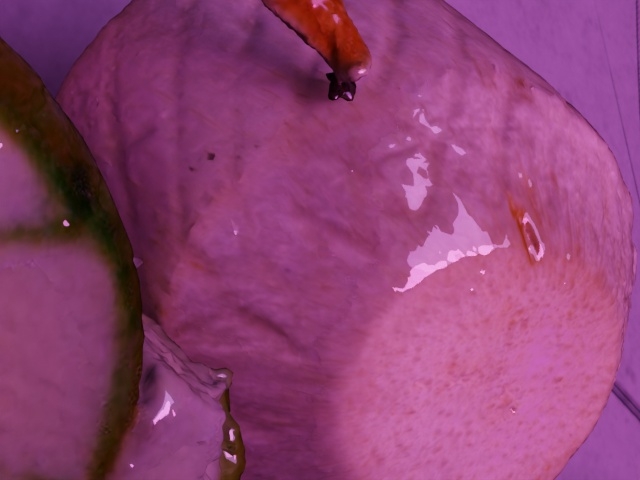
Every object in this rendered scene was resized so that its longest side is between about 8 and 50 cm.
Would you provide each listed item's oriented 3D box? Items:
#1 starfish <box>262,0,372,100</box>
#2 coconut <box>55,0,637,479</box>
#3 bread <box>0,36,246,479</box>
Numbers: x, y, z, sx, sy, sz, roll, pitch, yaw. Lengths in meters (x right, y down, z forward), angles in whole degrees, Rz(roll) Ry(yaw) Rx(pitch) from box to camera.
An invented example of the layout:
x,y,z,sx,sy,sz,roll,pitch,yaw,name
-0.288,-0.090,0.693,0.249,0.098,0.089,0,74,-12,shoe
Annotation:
x,y,z,sx,sy,sz,roll,pitch,yaw,name
-0.160,-0.203,0.805,0.384,0.132,0.398,15,34,-15,starfish
0.000,0.000,0.935,0.329,0.329,0.329,18,64,-43,coconut
-0.193,0.065,0.660,0.382,0.129,0.366,2,114,-35,bread
